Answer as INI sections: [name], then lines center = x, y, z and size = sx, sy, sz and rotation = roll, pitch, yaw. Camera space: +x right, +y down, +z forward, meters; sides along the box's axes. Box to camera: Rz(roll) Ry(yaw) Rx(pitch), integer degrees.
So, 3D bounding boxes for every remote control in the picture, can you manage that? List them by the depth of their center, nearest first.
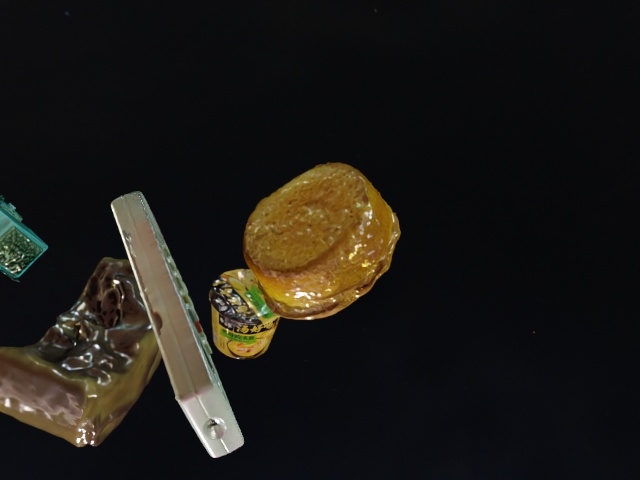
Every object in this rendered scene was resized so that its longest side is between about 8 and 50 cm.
[remote control]
center = -0.180, 0.088, 0.866
size = 0.050, 0.145, 0.344
rotation = -23, -130, -10

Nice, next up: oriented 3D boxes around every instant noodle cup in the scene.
[instant noodle cup]
center = -0.146, 0.145, 1.364
size = 0.151, 0.151, 0.122
rotation = 32, -50, 18

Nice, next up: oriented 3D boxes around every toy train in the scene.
[toy train]
center = -0.625, -0.019, 1.357
size = 0.163, 0.203, 0.112
rotation = 37, -100, 21

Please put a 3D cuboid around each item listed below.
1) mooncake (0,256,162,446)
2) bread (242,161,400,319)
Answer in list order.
[mooncake]
center = -0.463, 0.219, 1.487
size = 0.246, 0.393, 0.394
rotation = 24, -101, 6
[bread]
center = 0.000, 0.000, 1.135
size = 0.268, 0.146, 0.269
rotation = -18, -134, 20
